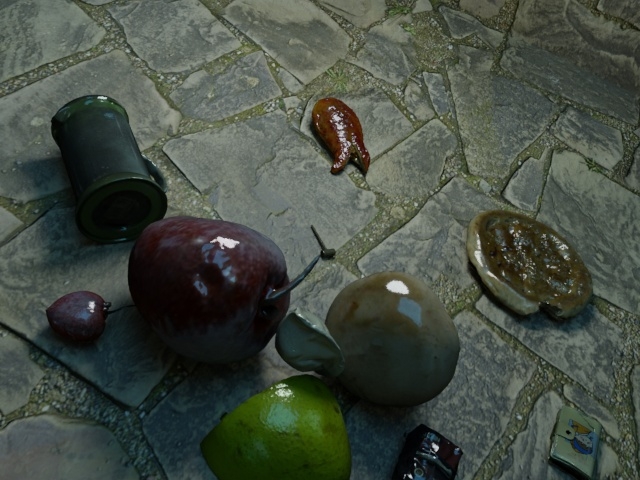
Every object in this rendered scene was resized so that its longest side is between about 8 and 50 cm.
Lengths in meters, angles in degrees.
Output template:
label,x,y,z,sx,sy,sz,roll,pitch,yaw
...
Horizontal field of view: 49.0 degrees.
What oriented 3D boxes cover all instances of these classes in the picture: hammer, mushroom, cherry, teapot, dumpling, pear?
label,x,y,z,sx,sy,sz,roll,pitch,yaw
hammer,0.000,0.000,1.779,0.035,0.019,0.110,-7,47,-28
mushroom,0.163,0.196,1.499,0.292,0.293,0.290,37,22,14
cherry,-0.219,0.094,1.410,0.326,0.334,0.292,35,76,-39
teapot,-0.479,-0.175,1.639,0.270,0.200,0.337,14,37,-47
cherry,-0.435,0.157,1.409,0.225,0.090,0.107,9,30,-26
dumpling,-0.017,0.209,1.385,0.155,0.181,0.111,31,84,8
pear,-0.045,0.391,1.323,0.288,0.139,0.239,-21,68,-34

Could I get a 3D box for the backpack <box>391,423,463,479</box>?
label,x,y,z,sx,sy,sz,roll,pitch,yaw
backpack,0.210,0.451,1.378,0.120,0.106,0.165,29,42,0

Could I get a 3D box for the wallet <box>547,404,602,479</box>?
label,x,y,z,sx,sy,sz,roll,pitch,yaw
wallet,0.572,0.452,1.572,0.110,0.039,0.155,31,44,6

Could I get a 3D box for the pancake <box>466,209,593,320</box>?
label,x,y,z,sx,sy,sz,roll,pitch,yaw
pancake,0.572,0.065,1.910,0.381,0.071,0.382,11,45,-12

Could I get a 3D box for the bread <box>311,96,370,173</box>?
label,x,y,z,sx,sy,sz,roll,pitch,yaw
bread,0.062,-0.311,2.037,0.139,0.095,0.269,-9,57,-20
